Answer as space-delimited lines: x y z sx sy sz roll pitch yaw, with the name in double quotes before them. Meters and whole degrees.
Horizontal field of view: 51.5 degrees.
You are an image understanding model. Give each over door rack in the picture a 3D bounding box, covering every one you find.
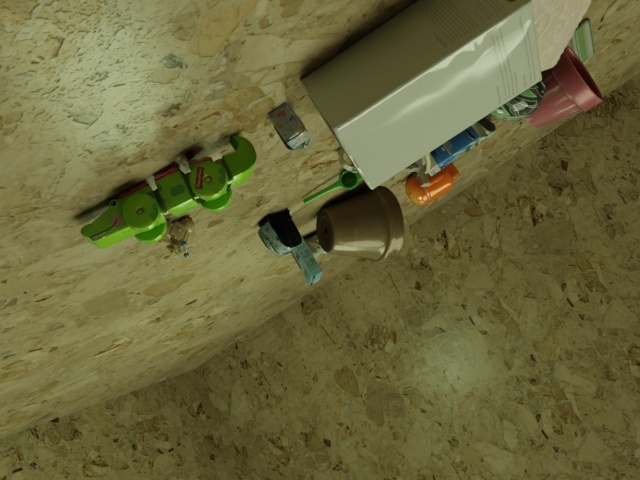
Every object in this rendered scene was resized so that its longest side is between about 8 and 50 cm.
"over door rack" 0.228 -0.258 1.699 0.324 0.108 0.239 6 146 -40

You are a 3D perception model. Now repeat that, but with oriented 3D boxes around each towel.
"towel" 0.434 -0.458 1.375 0.317 0.053 0.332 -23 153 -24
"towel" 0.727 -0.548 1.891 0.152 0.113 0.023 -39 -145 -21

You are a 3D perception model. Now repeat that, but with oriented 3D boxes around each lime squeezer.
"lime squeezer" 0.092 -0.188 1.919 0.310 0.059 0.110 -29 -160 -26

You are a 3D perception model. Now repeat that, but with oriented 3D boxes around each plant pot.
"plant pot" 0.631 -0.408 1.801 0.180 0.201 0.201 -35 170 31
"plant pot" 0.117 -0.040 2.192 0.229 0.263 0.263 -9 161 -24

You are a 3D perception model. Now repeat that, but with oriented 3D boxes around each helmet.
"helmet" 0.486 -0.388 1.706 0.169 0.162 0.169 -19 180 0

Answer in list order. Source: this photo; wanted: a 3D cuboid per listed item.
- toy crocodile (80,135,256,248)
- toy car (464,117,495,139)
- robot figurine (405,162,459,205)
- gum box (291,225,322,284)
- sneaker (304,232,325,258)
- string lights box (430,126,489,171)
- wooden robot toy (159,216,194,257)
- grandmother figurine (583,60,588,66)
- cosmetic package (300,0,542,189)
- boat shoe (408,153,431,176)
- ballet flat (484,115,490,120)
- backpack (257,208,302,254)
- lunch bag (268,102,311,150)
"toy crocodile" -0.267 -0.082 1.193 0.340 0.105 0.115 -26 170 -6
"toy car" 0.331 -0.322 1.537 0.155 0.188 0.149 -25 170 -34
"robot figurine" 0.413 -0.215 2.501 0.219 0.128 0.158 -32 -147 -2
"gum box" -0.060 0.046 2.154 0.041 0.184 0.157 -30 170 -10
"sneaker" 0.000 0.000 2.435 0.121 0.099 0.262 -47 172 30
"string lights box" 0.457 -0.326 2.241 0.259 0.077 0.133 -34 171 12
"wooden robot toy" -0.313 -0.025 1.462 0.173 0.076 0.079 117 -3 -71
"grandmother figurine" 0.697 -0.516 2.007 0.208 0.104 0.342 -36 167 30
"cosmetic package" 0.186 -0.289 1.190 0.385 0.156 0.217 -31 146 4
"boat shoe" 0.274 -0.259 1.965 0.092 0.103 0.285 -26 166 -4
"ballet flat" 0.470 -0.402 1.996 0.084 0.058 0.250 2 179 25
"backpack" -0.114 -0.016 1.895 0.105 0.114 0.084 -22 166 -50
"lunch bag" -0.056 -0.210 1.252 0.053 0.071 0.083 -35 171 7
